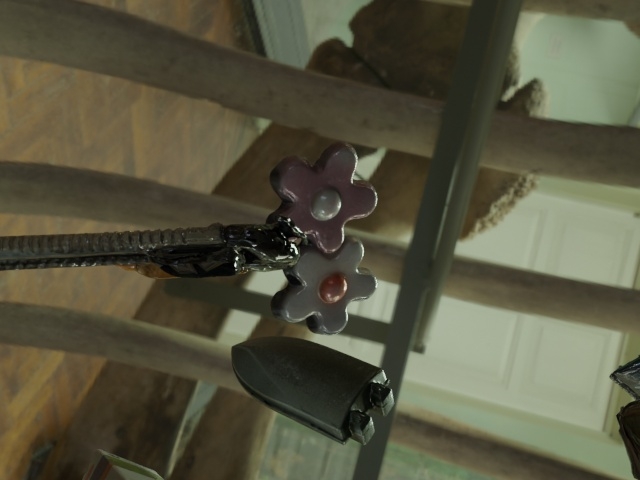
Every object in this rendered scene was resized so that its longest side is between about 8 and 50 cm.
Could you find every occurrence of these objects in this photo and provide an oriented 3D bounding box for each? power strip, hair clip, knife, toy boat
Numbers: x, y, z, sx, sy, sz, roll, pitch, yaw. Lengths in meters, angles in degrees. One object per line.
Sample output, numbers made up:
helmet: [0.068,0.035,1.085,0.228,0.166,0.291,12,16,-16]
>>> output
power strip: [-0.169,0.022,0.987,0.049,0.178,0.028,49,-46,49]
hair clip: [0.002,0.003,0.977,0.075,0.146,0.257,-117,-157,-52]
knife: [-0.194,0.016,0.718,0.089,0.365,0.043,70,20,-58]
toy boat: [-0.033,0.239,1.351,0.141,0.319,0.092,-48,140,-32]

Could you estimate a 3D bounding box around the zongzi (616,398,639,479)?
zongzi: [0.394,0.273,0.700,0.300,0.138,0.286,36,29,-59]

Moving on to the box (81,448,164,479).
box: [-0.262,0.420,1.038,0.299,0.106,0.200,5,-113,60]

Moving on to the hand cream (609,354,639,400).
hand cream: [0.598,0.171,1.242,0.270,0.120,0.061,-40,-146,21]
